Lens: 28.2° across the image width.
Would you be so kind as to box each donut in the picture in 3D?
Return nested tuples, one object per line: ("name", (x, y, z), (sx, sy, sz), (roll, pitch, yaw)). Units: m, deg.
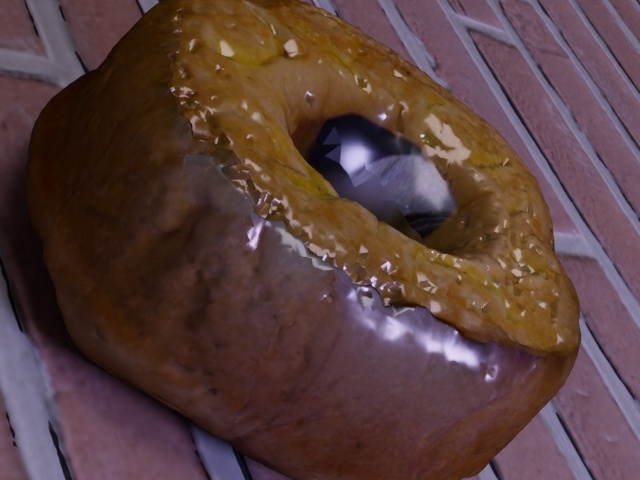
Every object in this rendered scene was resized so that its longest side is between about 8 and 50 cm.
("donut", (0.000, 0.000, 0.712), (0.317, 0.150, 0.299), (-4, 57, -50))
